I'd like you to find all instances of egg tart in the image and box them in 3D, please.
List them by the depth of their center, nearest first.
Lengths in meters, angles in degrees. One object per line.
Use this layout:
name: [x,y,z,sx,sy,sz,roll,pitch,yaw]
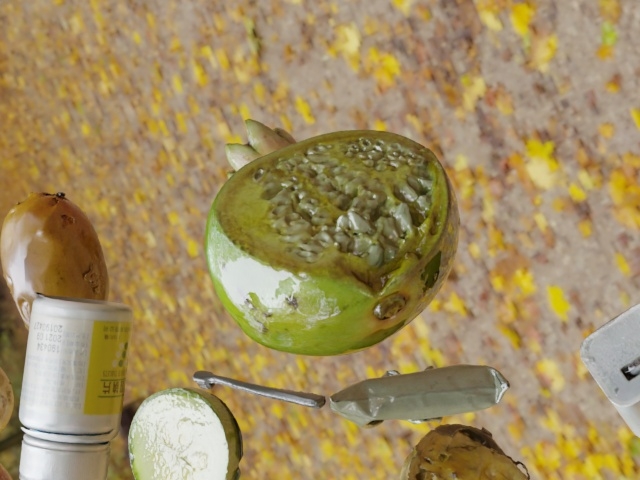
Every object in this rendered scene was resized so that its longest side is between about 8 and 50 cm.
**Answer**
egg tart: [0.244,0.403,1.832,0.107,0.291,0.290,-35,80,51]

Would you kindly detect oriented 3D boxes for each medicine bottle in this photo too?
medicine bottle: [-0.345,0.209,1.694,0.143,0.143,0.258,-175,93,-70]

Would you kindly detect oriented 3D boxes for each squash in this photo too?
squash: [-0.226,0.345,1.971,0.041,0.219,0.219,5,-131,-59]

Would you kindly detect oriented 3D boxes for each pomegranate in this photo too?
pomegranate: [0.000,0.000,1.500,0.358,0.310,0.216,45,155,46]

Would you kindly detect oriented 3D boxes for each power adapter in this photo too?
power adapter: [0.463,0.196,1.687,0.205,0.130,0.125,44,-168,-49]

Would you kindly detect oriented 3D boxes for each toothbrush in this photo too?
toothbrush: [-0.115,0.274,2.221,0.297,0.030,0.030,6,133,34]

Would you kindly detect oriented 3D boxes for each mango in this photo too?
mango: [-0.410,0.049,1.850,0.156,0.151,0.248,2,110,23]

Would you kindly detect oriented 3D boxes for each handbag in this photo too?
handbag: [0.171,0.286,2.220,0.253,0.316,0.109,101,161,-82]

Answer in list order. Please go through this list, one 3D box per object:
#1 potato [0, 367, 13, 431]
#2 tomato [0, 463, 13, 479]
potato: [-0.536,0.231,1.809,0.234,0.146,0.150,25,138,66]
tomato: [-0.553,0.450,2.003,0.199,0.112,0.227,14,98,43]
